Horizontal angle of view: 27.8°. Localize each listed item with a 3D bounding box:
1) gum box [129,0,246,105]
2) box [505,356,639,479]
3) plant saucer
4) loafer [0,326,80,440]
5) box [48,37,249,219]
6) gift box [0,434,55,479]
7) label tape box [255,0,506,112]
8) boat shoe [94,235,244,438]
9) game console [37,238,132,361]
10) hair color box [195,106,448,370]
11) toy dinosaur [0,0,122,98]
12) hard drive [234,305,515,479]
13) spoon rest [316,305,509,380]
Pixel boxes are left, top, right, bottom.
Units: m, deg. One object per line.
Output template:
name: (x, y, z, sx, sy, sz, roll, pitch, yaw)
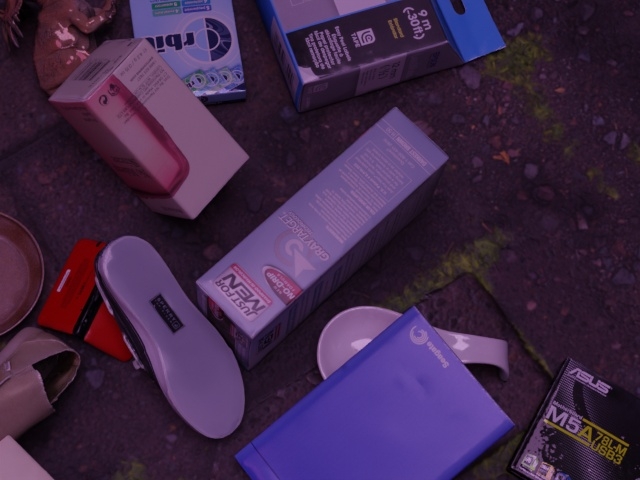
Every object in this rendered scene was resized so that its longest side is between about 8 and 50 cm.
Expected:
gum box: (-0.203, -0.292, 1.969, 0.156, 0.041, 0.184, -7, 72, -7)
box: (0.383, 0.287, 1.801, 0.190, 0.045, 0.184, 31, 73, 6)
plant saucer: (-0.488, 0.053, 1.826, 0.198, 0.036, 0.199, 1, 71, -3)
loafer: (-0.401, 0.208, 1.687, 0.092, 0.102, 0.268, 2, 37, 21)
box: (-0.240, -0.155, 1.805, 0.127, 0.148, 0.232, -49, 117, -17)
gift box: (-0.387, 0.444, 1.582, 0.258, 0.255, 0.276, 40, 66, 12)
label tape box: (0.088, -0.369, 1.981, 0.347, 0.115, 0.249, -18, 73, -9)
boat shoe: (-0.216, 0.138, 1.778, 0.113, 0.105, 0.306, -40, 98, -26)
game console: (-0.309, 0.084, 1.840, 0.124, 0.085, 0.144, 10, 66, 33)
hair color box: (0.000, 0.000, 1.801, 0.374, 0.185, 0.113, -43, 79, -17)
toy dinosaur: (-0.388, -0.287, 1.917, 0.200, 0.127, 0.296, -10, 83, 0)
hard drive: (0.072, 0.270, 1.742, 0.318, 0.040, 0.210, -40, 77, 0)
spoon rest: (0.133, 0.158, 1.809, 0.276, 0.084, 0.137, 1, 70, -5)
